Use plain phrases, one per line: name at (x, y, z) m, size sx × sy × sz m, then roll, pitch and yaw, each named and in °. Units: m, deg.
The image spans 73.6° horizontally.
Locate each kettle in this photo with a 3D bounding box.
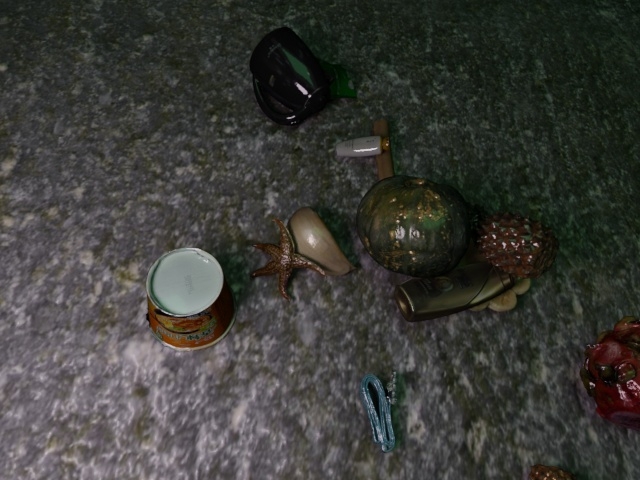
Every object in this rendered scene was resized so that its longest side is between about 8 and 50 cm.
kettle at (-0.107, -0.550, 1.514) m, size 0.268 × 0.207 × 0.290 m, roll -40°, pitch 81°, yaw 2°

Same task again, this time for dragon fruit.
dragon fruit at (0.831, 0.334, 1.118) m, size 0.268 × 0.250 × 0.291 m, roll 13°, pitch 62°, yaw 19°

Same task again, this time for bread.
bread at (0.486, 0.079, 1.310) m, size 0.315 × 0.054 × 0.316 m, roll 5°, pitch 58°, yaw -8°

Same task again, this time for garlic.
garlic at (-0.005, 0.006, 1.230) m, size 0.245 × 0.145 × 0.164 m, roll 50°, pitch 32°, yaw 16°

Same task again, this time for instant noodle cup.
instant noodle cup at (-0.320, 0.136, 1.047) m, size 0.230 × 0.182 × 0.230 m, roll 5°, pitch 59°, yaw -9°

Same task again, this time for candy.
candy at (0.057, -0.620, 1.636) m, size 0.141 × 0.078 × 0.203 m, roll -14°, pitch 68°, yaw -18°

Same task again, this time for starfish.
starfish at (-0.094, 0.053, 1.164) m, size 0.237 × 0.057 × 0.213 m, roll 11°, pitch 97°, yaw 22°

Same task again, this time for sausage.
sausage at (0.221, -0.292, 1.476) m, size 0.065 × 0.066 × 0.301 m, roll 5°, pitch 58°, yaw -8°

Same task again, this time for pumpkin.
pumpkin at (0.255, -0.041, 1.189) m, size 0.291 × 0.258 × 0.328 m, roll -2°, pitch 20°, yaw -8°

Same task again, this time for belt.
belt at (0.155, 0.416, 1.043) m, size 0.099 × 0.065 × 0.179 m, roll -8°, pitch 63°, yaw -6°

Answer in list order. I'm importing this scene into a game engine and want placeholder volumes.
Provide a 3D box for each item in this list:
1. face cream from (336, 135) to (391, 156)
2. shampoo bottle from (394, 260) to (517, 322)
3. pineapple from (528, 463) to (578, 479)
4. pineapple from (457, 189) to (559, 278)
face cream at (0.146, -0.317, 1.448) m, size 0.182 × 0.051 × 0.072 m, roll -2°, pitch 64°, yaw 16°
shampoo bottle at (0.382, 0.132, 1.186) m, size 0.349 × 0.084 × 0.126 m, roll -12°, pitch 53°, yaw -15°
pineapple at (0.499, 0.648, 0.938) m, size 0.130 × 0.119 × 0.278 m, roll 30°, pitch 59°, yaw -14°
pineapple at (0.478, -0.024, 1.214) m, size 0.175 × 0.175 × 0.361 m, roll -25°, pitch 32°, yaw -23°
